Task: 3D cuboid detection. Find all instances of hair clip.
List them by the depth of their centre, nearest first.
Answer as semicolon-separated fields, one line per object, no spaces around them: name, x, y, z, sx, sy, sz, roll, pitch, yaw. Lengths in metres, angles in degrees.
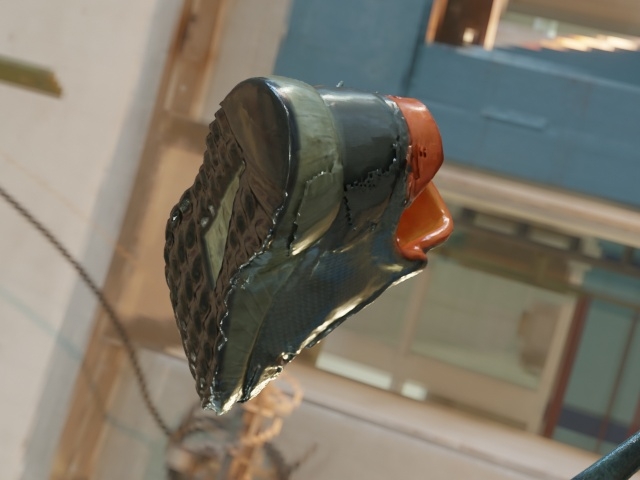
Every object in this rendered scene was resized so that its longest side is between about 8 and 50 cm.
hair clip;0.145;0.198;1.165;0.229;0.039;0.070;-38;-9;12

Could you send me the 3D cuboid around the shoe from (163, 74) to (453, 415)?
shoe;0.000;0.000;1.175;0.171;0.132;0.336;-9;-29;-22

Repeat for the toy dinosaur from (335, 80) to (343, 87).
toy dinosaur;-0.016;-0.075;1.786;0.039;0.082;0.209;29;-114;-21
